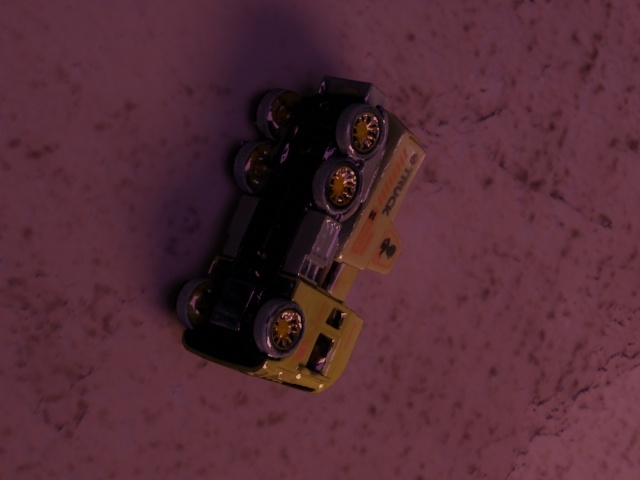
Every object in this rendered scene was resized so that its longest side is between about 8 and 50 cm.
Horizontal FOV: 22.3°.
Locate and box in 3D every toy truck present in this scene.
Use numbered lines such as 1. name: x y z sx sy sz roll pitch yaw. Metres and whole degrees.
1. toy truck: 0.000 0.000 0.881 0.100 0.077 0.169 31 77 -46
